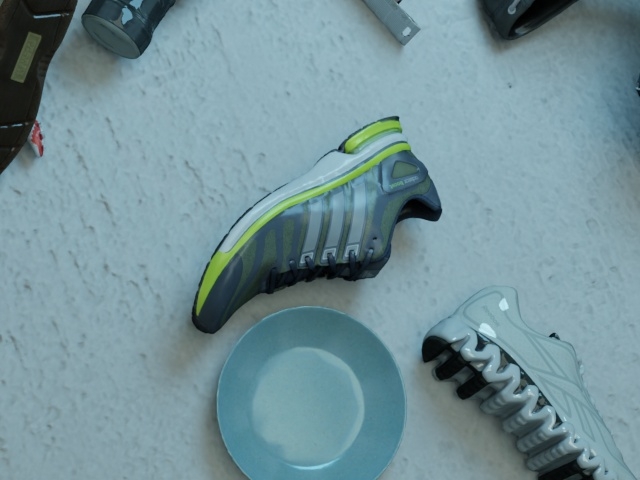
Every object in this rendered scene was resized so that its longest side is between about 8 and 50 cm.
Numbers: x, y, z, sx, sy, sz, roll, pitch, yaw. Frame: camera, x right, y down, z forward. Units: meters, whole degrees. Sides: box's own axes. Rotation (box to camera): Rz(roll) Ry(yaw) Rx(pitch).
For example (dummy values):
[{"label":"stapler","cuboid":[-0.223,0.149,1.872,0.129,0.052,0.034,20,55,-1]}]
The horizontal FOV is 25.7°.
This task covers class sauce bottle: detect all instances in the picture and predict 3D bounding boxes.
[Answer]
[{"label":"sauce bottle","cuboid":[-0.124,-0.338,1.426,0.111,0.111,0.344,34,73,-7]}]

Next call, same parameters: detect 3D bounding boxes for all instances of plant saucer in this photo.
[{"label":"plant saucer","cuboid":[-0.011,0.163,1.392,0.195,0.037,0.195,3,79,-14]}]

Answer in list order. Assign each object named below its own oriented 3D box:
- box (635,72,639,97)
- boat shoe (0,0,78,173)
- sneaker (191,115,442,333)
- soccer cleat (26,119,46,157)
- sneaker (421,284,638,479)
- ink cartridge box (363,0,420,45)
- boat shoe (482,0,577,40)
[{"label":"box","cuboid":[0.432,-0.218,1.511,0.060,0.216,0.270,11,71,33]},{"label":"boat shoe","cuboid":[-0.312,-0.160,1.340,0.095,0.095,0.257,27,98,-37]},{"label":"sneaker","cuboid":[0.000,0.000,1.382,0.300,0.111,0.121,-39,80,-18]},{"label":"soccer cleat","cuboid":[-0.293,-0.117,1.377,0.035,0.029,0.083,-18,81,-9]},{"label":"sneaker","cuboid":[0.240,0.168,1.431,0.292,0.110,0.118,47,62,-3]},{"label":"ink cartridge box","cuboid":[0.068,-0.265,1.488,0.029,0.063,0.115,-42,92,-17]},{"label":"boat shoe","cuboid":[0.313,-0.306,1.448,0.112,0.335,0.096,8,66,-51]}]
